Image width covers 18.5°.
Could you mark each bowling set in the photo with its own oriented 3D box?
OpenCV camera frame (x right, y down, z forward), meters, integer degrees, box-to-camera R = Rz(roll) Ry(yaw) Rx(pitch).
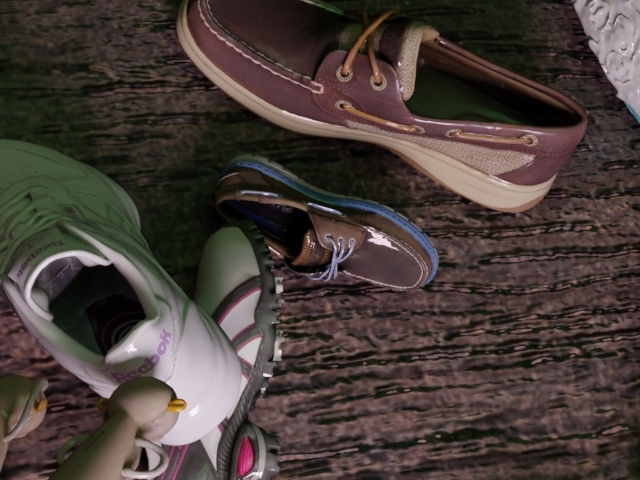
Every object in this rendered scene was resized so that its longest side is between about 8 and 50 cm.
[{"bbox_3d":[-0.200,0.194,1.279,0.287,0.200,0.154,4,43,31],"label":"bowling set"}]

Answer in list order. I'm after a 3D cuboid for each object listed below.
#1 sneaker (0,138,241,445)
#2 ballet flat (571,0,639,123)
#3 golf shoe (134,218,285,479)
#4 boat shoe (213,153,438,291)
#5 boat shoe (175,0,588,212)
[{"bbox_3d":[-0.173,0.007,1.345,0.114,0.152,0.305,-47,56,-3],"label":"sneaker"},{"bbox_3d":[0.283,-0.272,1.750,0.147,0.147,0.409,-10,66,-27],"label":"ballet flat"},{"bbox_3d":[-0.089,0.099,1.398,0.120,0.105,0.273,7,57,-8],"label":"golf shoe"},{"bbox_3d":[0.000,0.000,1.506,0.183,0.066,0.066,22,34,3],"label":"boat shoe"},{"bbox_3d":[0.054,-0.141,1.581,0.342,0.123,0.123,26,55,-6],"label":"boat shoe"}]
